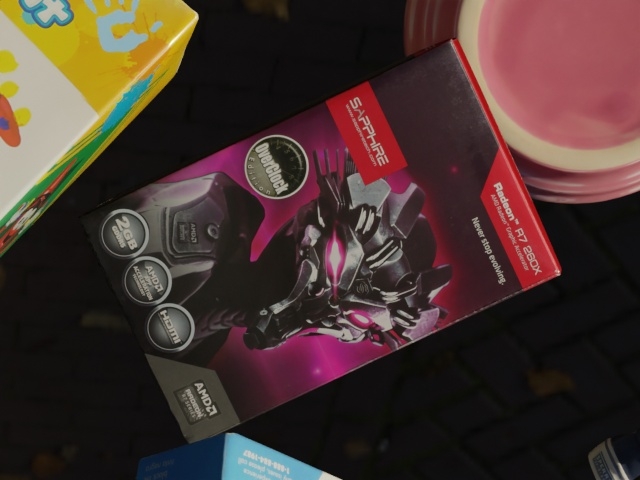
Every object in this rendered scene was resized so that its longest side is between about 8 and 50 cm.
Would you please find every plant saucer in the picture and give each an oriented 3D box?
[{"bbox_3d":[0.245,-0.194,1.578,0.332,0.084,0.332,0,101,-2],"label":"plant saucer"}]

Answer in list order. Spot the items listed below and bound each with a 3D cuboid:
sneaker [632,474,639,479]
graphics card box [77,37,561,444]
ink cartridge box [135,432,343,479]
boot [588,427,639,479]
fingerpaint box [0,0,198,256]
[{"bbox_3d":[0.159,0.216,0.872,0.079,0.121,0.217,24,101,-46],"label":"sneaker"},{"bbox_3d":[0.000,0.000,1.497,0.371,0.094,0.233,-24,95,3],"label":"graphics card box"},{"bbox_3d":[-0.029,0.180,0.671,0.060,0.180,0.104,-20,142,40],"label":"ink cartridge box"},{"bbox_3d":[0.254,0.158,1.163,0.086,0.069,0.190,-32,158,15],"label":"boot"},{"bbox_3d":[-0.388,-0.178,1.350,0.445,0.371,0.163,41,162,0],"label":"fingerpaint box"}]
